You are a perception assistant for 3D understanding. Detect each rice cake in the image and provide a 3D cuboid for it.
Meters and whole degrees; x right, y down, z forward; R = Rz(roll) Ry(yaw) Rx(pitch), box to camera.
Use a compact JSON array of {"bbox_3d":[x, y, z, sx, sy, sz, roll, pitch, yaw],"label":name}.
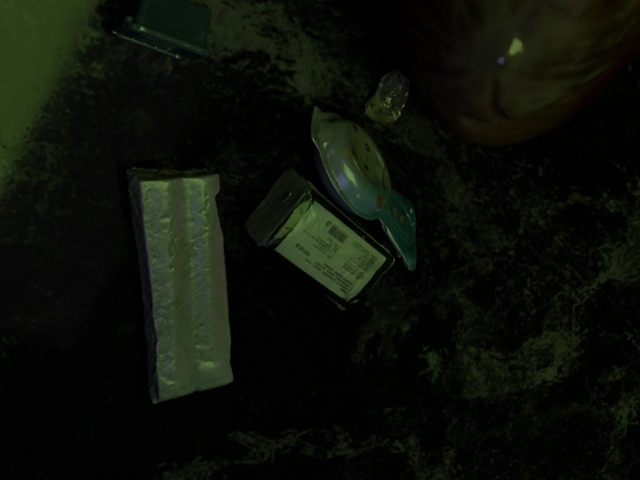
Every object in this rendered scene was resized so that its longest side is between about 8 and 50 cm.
[{"bbox_3d":[-0.163,0.054,1.144,0.106,0.050,0.297,-12,113,-26],"label":"rice cake"}]

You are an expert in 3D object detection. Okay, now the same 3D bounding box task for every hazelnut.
[{"bbox_3d":[0.229,-0.280,1.078,0.316,0.372,0.372,22,98,5],"label":"hazelnut"}]

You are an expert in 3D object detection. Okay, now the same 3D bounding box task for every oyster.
[{"bbox_3d":[0.089,-0.188,1.219,0.054,0.019,0.083,27,95,-33],"label":"oyster"}]

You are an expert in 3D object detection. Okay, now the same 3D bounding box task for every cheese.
[{"bbox_3d":[0.058,-0.071,1.194,0.052,0.135,0.244,-21,132,28],"label":"cheese"}]

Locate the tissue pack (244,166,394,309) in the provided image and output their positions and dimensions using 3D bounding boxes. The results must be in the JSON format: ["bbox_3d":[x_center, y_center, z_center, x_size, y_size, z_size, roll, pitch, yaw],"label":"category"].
[{"bbox_3d":[0.000,0.001,1.195,0.170,0.090,0.103,39,92,-33],"label":"tissue pack"}]

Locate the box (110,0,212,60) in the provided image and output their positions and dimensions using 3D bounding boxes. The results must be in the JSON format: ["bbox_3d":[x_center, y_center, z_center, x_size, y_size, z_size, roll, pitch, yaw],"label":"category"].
[{"bbox_3d":[-0.167,-0.233,1.026,0.099,0.074,0.054,15,86,-33],"label":"box"}]
